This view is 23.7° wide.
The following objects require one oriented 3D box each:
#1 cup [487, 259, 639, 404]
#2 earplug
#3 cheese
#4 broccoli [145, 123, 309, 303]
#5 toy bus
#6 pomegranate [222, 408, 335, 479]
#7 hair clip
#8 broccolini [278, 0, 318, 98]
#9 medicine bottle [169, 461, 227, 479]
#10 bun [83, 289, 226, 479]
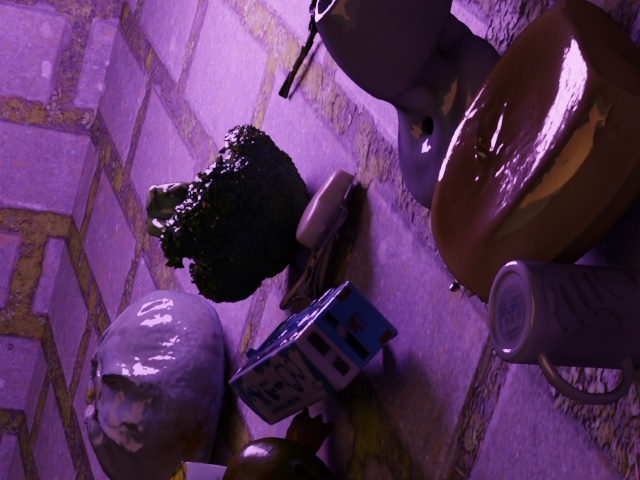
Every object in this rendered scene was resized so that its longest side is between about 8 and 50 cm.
[{"bbox_3d":[0.242,0.079,1.426,0.136,0.133,0.099,-122,42,-59],"label":"cup"},{"bbox_3d":[0.114,-0.191,1.790,0.326,0.175,0.214,66,155,-4],"label":"earplug"},{"bbox_3d":[0.216,-0.075,1.531,0.316,0.128,0.260,-59,21,30],"label":"cheese"},{"bbox_3d":[-0.136,-0.041,2.265,0.241,0.261,0.269,-2,79,27],"label":"broccoli"},{"bbox_3d":[-0.014,0.151,2.001,0.131,0.106,0.297,-46,4,-27],"label":"toy bus"},{"bbox_3d":[-0.046,0.323,2.052,0.159,0.159,0.205,-40,20,59],"label":"pomegranate"},{"bbox_3d":[-0.001,-0.001,2.166,0.159,0.071,0.219,-77,6,-73],"label":"hair clip"},{"bbox_3d":[-0.024,-0.302,2.382,0.042,0.044,0.218,67,150,28],"label":"broccolini"},{"bbox_3d":[-0.185,0.456,2.340,0.250,0.141,0.137,127,149,-49],"label":"medicine bottle"},{"bbox_3d":[-0.283,0.263,2.560,0.362,0.211,0.362,-173,90,-70],"label":"bun"}]
